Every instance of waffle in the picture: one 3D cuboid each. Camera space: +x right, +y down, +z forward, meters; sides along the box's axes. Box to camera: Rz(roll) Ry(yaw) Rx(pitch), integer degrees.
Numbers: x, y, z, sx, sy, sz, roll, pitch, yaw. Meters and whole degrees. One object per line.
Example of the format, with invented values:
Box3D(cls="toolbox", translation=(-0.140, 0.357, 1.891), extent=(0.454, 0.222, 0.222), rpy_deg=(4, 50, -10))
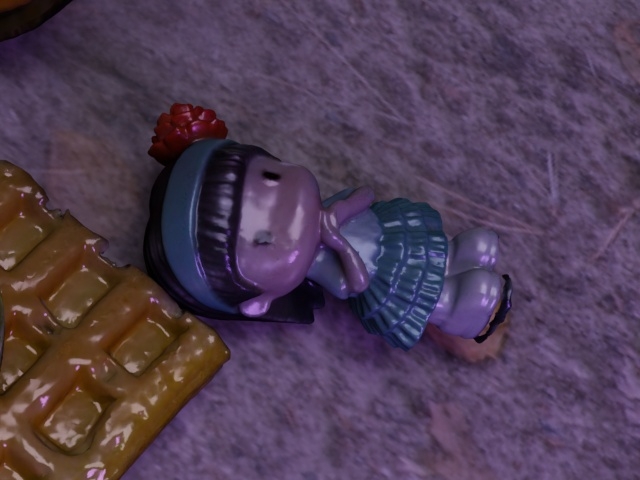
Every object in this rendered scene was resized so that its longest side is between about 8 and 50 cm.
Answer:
Box3D(cls="waffle", translation=(-0.213, 0.068, 1.052), extent=(0.248, 0.055, 0.221), rpy_deg=(39, 57, 6))

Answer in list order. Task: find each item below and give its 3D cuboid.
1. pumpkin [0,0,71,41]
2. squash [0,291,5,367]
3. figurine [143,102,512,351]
Box3D(cls="pumpkin", translation=(-0.281, -0.259, 1.104), extent=(0.303, 0.256, 0.225), rpy_deg=(17, 49, -37))
Box3D(cls="squash", translation=(-0.305, 0.039, 0.975), extent=(0.252, 0.049, 0.252), rpy_deg=(8, 58, -13))
Box3D(cls="figurine", translation=(0.000, 0.000, 1.141), extent=(0.245, 0.110, 0.138), rpy_deg=(14, 48, -15))
